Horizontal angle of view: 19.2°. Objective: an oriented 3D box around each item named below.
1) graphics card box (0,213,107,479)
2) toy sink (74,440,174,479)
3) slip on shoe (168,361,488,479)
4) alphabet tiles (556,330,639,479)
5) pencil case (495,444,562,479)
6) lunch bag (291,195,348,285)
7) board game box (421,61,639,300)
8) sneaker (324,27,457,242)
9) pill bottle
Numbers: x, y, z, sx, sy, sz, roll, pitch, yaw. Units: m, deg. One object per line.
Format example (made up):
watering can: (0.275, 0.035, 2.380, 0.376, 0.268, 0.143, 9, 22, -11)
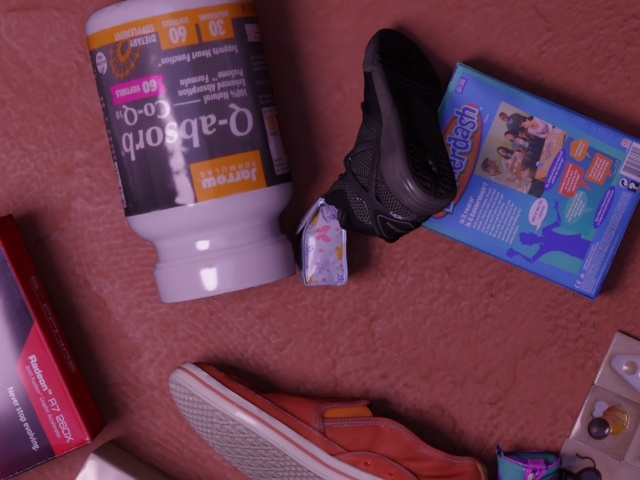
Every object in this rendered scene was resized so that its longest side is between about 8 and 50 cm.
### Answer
graphics card box: (-0.418, 0.152, 1.779, 0.371, 0.094, 0.233, -23, 94, 2)
toy sink: (-0.205, 0.332, 1.806, 0.152, 0.131, 0.234, 30, 89, 1)
slip on shoe: (0.009, 0.194, 1.808, 0.331, 0.123, 0.101, 24, 62, 6)
alphabet tiles: (0.406, 0.233, 1.828, 0.342, 0.011, 0.285, 24, 94, 1)
pencil case: (0.186, 0.274, 1.811, 0.064, 0.070, 0.152, 10, 95, 2)
lunch bag: (0.000, 0.000, 1.806, 0.053, 0.071, 0.083, 1, 93, -4)
board game box: (0.195, -0.057, 1.804, 0.210, 0.047, 0.160, 24, 95, 1)
sneaker: (0.055, -0.091, 1.765, 0.087, 0.228, 0.130, 20, 135, -32)
pill bottle: (-0.114, -0.090, 1.763, 0.162, 0.162, 0.278, -13, 92, 4)
